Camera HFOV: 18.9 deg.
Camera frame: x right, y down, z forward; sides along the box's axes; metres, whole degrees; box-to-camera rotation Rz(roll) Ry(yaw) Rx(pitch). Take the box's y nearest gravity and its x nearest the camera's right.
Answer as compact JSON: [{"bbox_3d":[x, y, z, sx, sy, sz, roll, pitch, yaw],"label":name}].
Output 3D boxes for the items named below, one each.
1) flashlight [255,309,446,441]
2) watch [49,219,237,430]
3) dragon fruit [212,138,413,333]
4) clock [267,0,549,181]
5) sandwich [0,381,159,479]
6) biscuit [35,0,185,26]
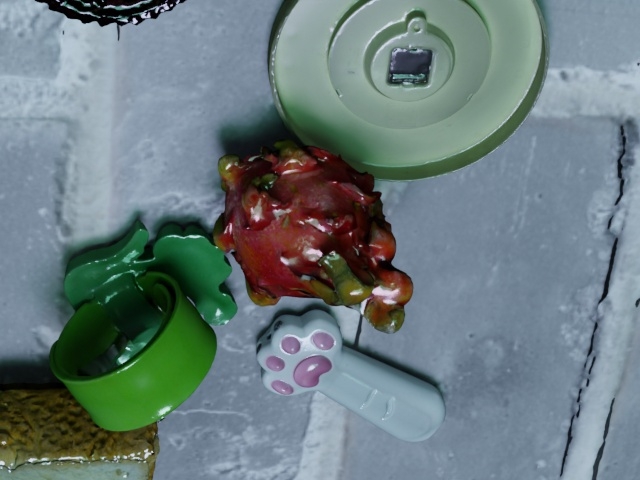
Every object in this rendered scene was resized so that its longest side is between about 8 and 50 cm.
[{"bbox_3d":[0.032,0.133,1.785,0.200,0.047,0.093,29,116,-24],"label":"flashlight"},{"bbox_3d":[-0.151,0.075,1.659,0.165,0.152,0.131,-24,123,11],"label":"watch"},{"bbox_3d":[0.000,0.000,1.622,0.150,0.207,0.133,-41,159,-11],"label":"dragon fruit"},{"bbox_3d":[0.073,-0.149,1.604,0.235,0.029,0.235,-3,125,-5],"label":"clock"},{"bbox_3d":[-0.293,0.233,1.769,0.273,0.095,0.249,2,137,-9],"label":"sandwich"},{"bbox_3d":[-0.165,-0.254,1.484,0.194,0.053,0.195,-3,125,-5],"label":"biscuit"}]
